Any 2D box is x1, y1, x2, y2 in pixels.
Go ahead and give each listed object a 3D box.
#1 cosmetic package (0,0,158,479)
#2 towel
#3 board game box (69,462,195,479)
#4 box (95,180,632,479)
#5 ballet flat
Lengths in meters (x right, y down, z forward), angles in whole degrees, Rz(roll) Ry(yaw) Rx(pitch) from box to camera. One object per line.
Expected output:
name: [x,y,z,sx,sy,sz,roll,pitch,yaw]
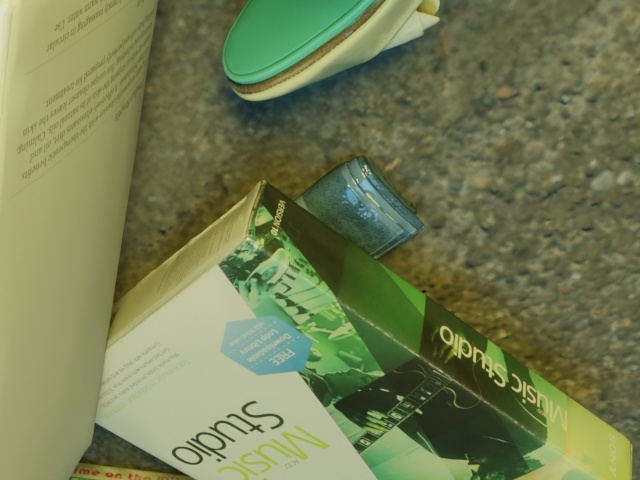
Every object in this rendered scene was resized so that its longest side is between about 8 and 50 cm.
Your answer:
cosmetic package: [-0.197,0.003,0.594,0.155,0.197,0.365,17,118,4]
towel: [0.000,0.000,0.737,0.119,0.029,0.067,-35,117,24]
board game box: [-0.144,0.292,0.782,0.224,0.303,0.097,8,126,-4]
box: [0.013,0.118,0.775,0.322,0.058,0.232,34,134,-22]
ballet flat: [0.052,-0.153,0.600,0.086,0.086,0.248,35,119,-22]
